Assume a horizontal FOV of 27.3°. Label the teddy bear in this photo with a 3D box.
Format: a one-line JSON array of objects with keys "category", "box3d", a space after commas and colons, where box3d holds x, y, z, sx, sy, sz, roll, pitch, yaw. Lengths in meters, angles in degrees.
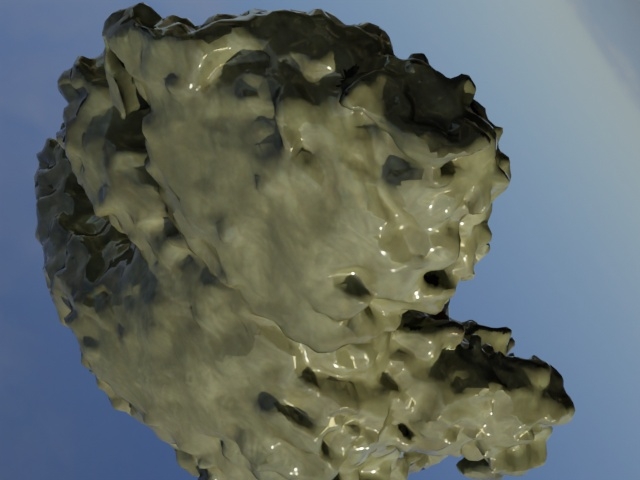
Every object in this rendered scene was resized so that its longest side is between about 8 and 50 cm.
[{"category": "teddy bear", "box3d": [0.000, 0.000, 0.734, 0.357, 0.367, 0.224, 34, -129, -2]}]
